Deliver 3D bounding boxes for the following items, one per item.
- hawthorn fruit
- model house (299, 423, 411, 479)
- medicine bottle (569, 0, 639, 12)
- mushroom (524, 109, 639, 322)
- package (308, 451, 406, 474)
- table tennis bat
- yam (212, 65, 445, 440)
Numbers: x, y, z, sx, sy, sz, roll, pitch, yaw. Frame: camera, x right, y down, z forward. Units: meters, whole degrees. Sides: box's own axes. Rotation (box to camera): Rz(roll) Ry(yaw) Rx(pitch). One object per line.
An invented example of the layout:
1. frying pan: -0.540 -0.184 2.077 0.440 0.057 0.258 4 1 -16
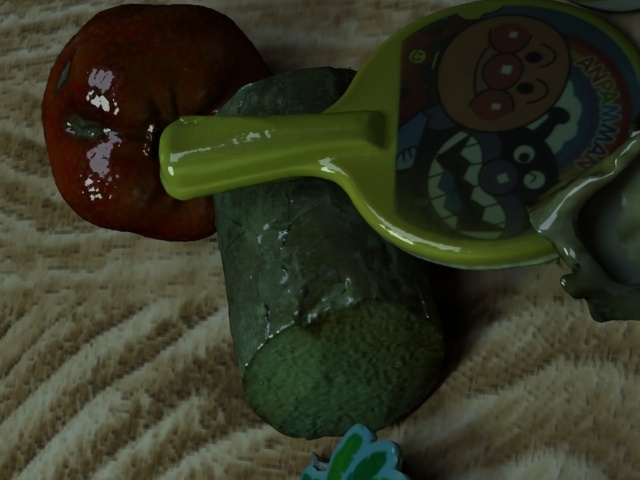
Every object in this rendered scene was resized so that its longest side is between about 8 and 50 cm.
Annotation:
1. hawthorn fruit: -0.149 -0.118 1.706 0.207 0.207 0.243 -61 29 12
2. model house: -0.062 0.296 1.414 0.313 0.242 0.358 40 107 51
3. medicine bottle: 0.121 -0.301 1.344 0.208 0.339 0.208 -19 63 43
4. mushroom: 0.298 -0.033 1.223 0.292 0.212 0.217 -43 91 14
5. package: 0.025 0.183 1.520 0.110 0.015 0.037 0 76 47
6. table tennis bat: 0.060 -0.077 1.417 0.368 0.054 0.224 -4 59 12
7. yam: 0.000 0.000 1.513 0.161 0.161 0.268 -35 50 35
